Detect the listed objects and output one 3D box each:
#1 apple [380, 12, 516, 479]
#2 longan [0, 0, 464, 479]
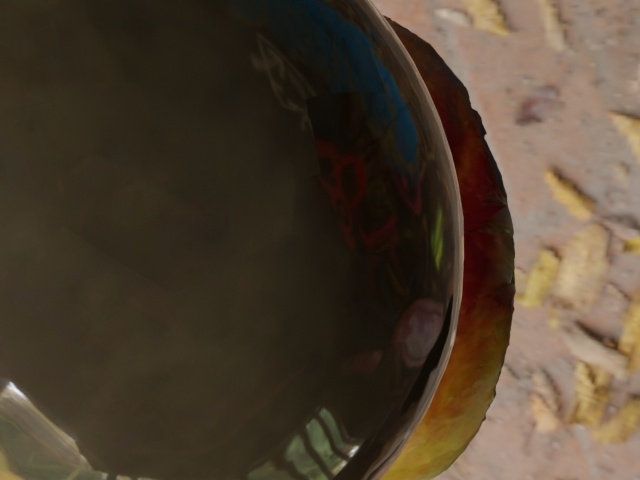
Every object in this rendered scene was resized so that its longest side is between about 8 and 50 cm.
[{"bbox_3d":[0.000,0.000,1.183,0.254,0.179,0.346,-5,91,3],"label":"apple"},{"bbox_3d":[-0.069,-0.014,0.562,0.248,0.248,0.248,-2,97,-20],"label":"longan"}]
